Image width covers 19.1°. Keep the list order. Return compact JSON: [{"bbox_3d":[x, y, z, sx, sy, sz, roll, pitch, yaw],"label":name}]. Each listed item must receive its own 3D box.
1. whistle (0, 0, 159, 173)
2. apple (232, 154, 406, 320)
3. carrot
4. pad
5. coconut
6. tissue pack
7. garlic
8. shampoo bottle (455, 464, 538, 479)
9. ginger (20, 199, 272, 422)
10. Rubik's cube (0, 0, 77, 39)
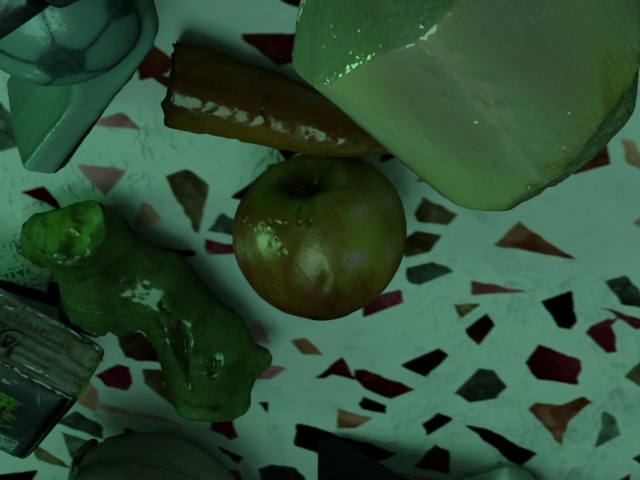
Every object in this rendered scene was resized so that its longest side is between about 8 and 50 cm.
[{"bbox_3d":[-0.217,-0.172,1.459,0.163,0.163,0.290,29,133,-15],"label":"whistle"},{"bbox_3d":[0.000,0.000,1.582,0.146,0.146,0.146,7,135,7],"label":"apple"},{"bbox_3d":[-0.029,-0.103,1.541,0.205,0.072,0.072,15,136,-4],"label":"carrot"},{"bbox_3d":[0.112,0.338,1.938,0.250,0.055,0.323,27,158,26],"label":"pad"},{"bbox_3d":[0.098,-0.168,1.330,0.239,0.239,0.244,-26,122,34],"label":"coconut"},{"bbox_3d":[-0.315,0.120,1.793,0.173,0.073,0.235,29,151,-7],"label":"tissue pack"},{"bbox_3d":[-0.187,0.354,1.876,0.241,0.322,0.322,22,138,17],"label":"garlic"},{"bbox_3d":[0.174,0.256,1.861,0.099,0.043,0.072,-21,128,31],"label":"shampoo bottle"},{"bbox_3d":[-0.159,0.067,1.735,0.290,0.089,0.137,37,114,-28],"label":"ginger"},{"bbox_3d":[-0.186,-0.324,1.110,0.337,0.344,0.344,-27,106,33],"label":"Rubik's cube"}]
